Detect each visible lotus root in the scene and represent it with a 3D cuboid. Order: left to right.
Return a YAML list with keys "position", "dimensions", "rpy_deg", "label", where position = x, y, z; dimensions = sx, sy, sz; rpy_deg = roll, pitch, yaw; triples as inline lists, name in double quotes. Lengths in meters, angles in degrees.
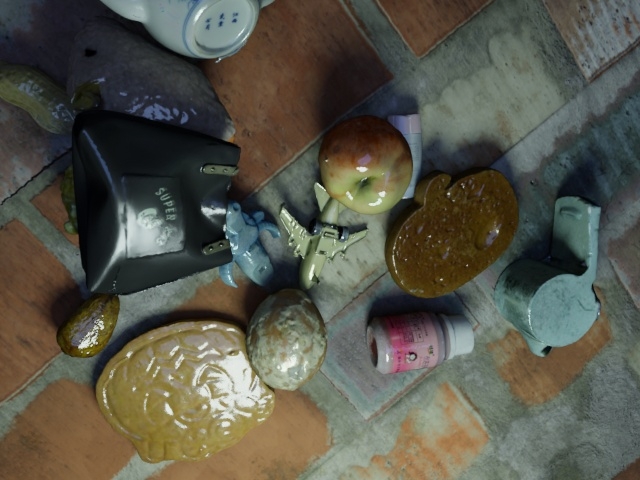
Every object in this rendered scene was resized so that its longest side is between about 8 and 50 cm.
- position: [-0.509, 0.177, 1.101]
  dimensions: [0.191, 0.094, 0.108]
  rpy_deg: [-57, 139, -1]
  label: "lotus root"

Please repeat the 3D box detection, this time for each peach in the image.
- position: [0.101, -0.175, 1.089]
  dimensions: [0.232, 0.232, 0.233]
  rpy_deg: [-2, 101, -10]
  label: "peach"

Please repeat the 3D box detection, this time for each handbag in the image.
- position: [-0.293, -0.059, 0.911]
  dimensions: [0.288, 0.152, 0.342]
  rpy_deg: [-6, 115, -30]
  label: "handbag"

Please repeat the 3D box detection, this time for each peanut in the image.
- position: [-0.566, -0.288, 1.000]
  dimensions: [0.214, 0.090, 0.098]
  rpy_deg: [35, 135, -12]
  label: "peanut"

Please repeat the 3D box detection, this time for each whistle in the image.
- position: [-0.178, 0.002, 1.101]
  dimensions: [0.180, 0.093, 0.269]
  rpy_deg: [-52, 130, -27]
  label: "whistle"
- position: [0.607, 0.093, 1.246]
  dimensions: [0.188, 0.168, 0.405]
  rpy_deg: [29, 95, -14]
  label: "whistle"

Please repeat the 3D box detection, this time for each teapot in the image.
- position: [-0.251, -0.507, 0.946]
  dimensions: [0.424, 0.252, 0.280]
  rpy_deg: [-27, 74, -27]
  label: "teapot"

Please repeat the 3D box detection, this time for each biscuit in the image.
- position: [-0.322, 0.368, 1.186]
  dimensions: [0.385, 0.062, 0.365]
  rpy_deg: [-25, 105, -5]
  label: "biscuit"
- position: [0.316, -0.031, 1.207]
  dimensions: [0.367, 0.063, 0.314]
  rpy_deg: [-34, 115, -4]
  label: "biscuit"

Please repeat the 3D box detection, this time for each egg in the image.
- position: [-0.077, 0.228, 1.138]
  dimensions: [0.195, 0.195, 0.233]
  rpy_deg: [10, 81, -12]
  label: "egg"

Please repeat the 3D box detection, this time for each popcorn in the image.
- position: [-0.432, -0.096, 1.014]
  dimensions: [0.187, 0.167, 0.185]
  rpy_deg: [-1, 119, -4]
  label: "popcorn"

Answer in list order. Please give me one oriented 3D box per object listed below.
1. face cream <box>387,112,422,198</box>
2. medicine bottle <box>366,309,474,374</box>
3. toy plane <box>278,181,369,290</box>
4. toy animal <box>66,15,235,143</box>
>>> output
- position: [0.202, -0.202, 1.173]
  dimensions: [0.084, 0.057, 0.198]
  rpy_deg: [-6, 100, -12]
  label: "face cream"
- position: [0.247, 0.249, 1.225]
  dimensions: [0.247, 0.147, 0.147]
  rpy_deg: [-6, 102, -8]
  label: "medicine bottle"
- position: [0.000, 0.000, 1.158]
  dimensions: [0.242, 0.104, 0.256]
  rpy_deg: [13, 92, -28]
  label: "toy plane"
- position: [-0.344, -0.273, 0.980]
  dimensions: [0.358, 0.188, 0.226]
  rpy_deg: [28, 70, -3]
  label: "toy animal"
